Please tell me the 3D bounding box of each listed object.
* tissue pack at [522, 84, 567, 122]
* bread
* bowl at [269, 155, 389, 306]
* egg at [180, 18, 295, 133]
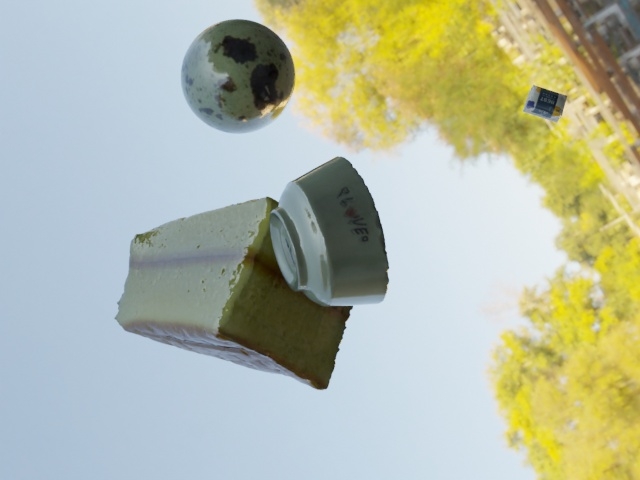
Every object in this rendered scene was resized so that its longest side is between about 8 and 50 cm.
[{"bbox_3d":[0.506,-0.308,1.856,0.042,0.083,0.062,100,-168,-66],"label":"tissue pack"},{"bbox_3d":[-0.154,0.085,1.375,0.245,0.361,0.233,35,-115,-36],"label":"bread"},{"bbox_3d":[0.000,0.000,1.123,0.211,0.112,0.211,164,90,-75],"label":"bowl"},{"bbox_3d":[-0.217,-0.415,2.111,0.287,0.287,0.379,50,159,-20],"label":"egg"}]
